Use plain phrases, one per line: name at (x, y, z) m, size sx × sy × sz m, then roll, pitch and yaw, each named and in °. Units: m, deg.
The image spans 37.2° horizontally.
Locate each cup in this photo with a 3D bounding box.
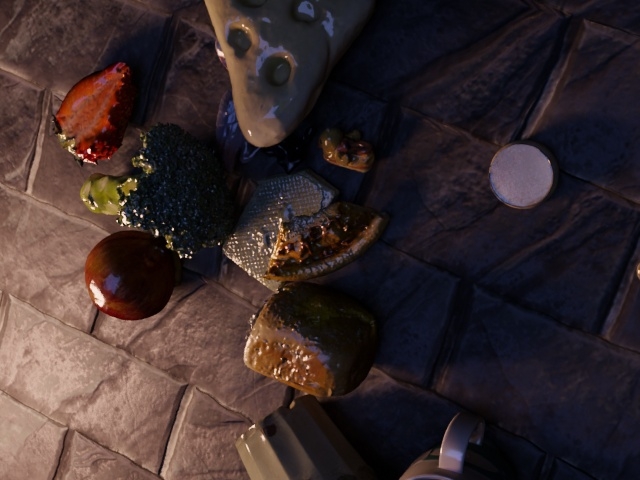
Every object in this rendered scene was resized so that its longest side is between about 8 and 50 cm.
cup at (0.244, 0.455, 1.716) m, size 0.219 × 0.257 × 0.290 m, roll 10°, pitch 104°, yaw 21°

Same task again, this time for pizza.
pizza at (0.006, 0.003, 1.808) m, size 0.271 × 0.056 × 0.134 m, roll -17°, pitch 124°, yaw 6°

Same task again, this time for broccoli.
broccoli at (-0.351, -0.105, 1.873) m, size 0.361 × 0.252 × 0.221 m, roll 13°, pitch 72°, yaw 27°

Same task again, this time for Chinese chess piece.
Chinese chess piece at (0.356, -0.116, 1.666) m, size 0.122 × 0.051 × 0.122 m, roll 6°, pitch 103°, yaw 25°

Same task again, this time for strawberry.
strawberry at (-0.457, -0.272, 1.972) m, size 0.174 × 0.098 × 0.228 m, roll 33°, pitch 100°, yaw 32°

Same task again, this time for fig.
fig at (-0.382, 0.064, 1.962) m, size 0.205 × 0.205 × 0.205 m, roll 5°, pitch 103°, yaw 23°

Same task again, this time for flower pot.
flower pot at (-0.028, 0.456, 1.847) m, size 0.290 × 0.290 × 0.259 m, roll -42°, pitch 72°, yaw 25°

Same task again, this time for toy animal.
toy animal at (-0.144, -0.265, 1.835) m, size 0.195 × 0.090 × 0.324 m, roll -27°, pitch 92°, yaw 11°

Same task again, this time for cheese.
cheese at (-0.117, -0.380, 1.724) m, size 0.328 × 0.129 × 0.351 m, roll 34°, pitch 93°, yaw 8°

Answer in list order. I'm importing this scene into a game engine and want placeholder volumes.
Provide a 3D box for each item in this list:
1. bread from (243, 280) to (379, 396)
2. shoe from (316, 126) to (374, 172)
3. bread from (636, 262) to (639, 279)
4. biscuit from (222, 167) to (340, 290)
bread at (-0.022, 0.175, 1.812) m, size 0.246 × 0.195 × 0.176 m, roll 19°, pitch 112°, yaw 19°
shoe at (0.052, -0.175, 1.779) m, size 0.109 × 0.072 × 0.069 m, roll 40°, pitch 152°, yaw 17°
bread at (0.634, 0.079, 1.582) m, size 0.214 × 0.053 × 0.073 m, roll 26°, pitch 114°, yaw 14°
biscuit at (-0.080, -0.035, 1.874) m, size 0.150 × 0.052 × 0.252 m, roll 39°, pitch 113°, yaw 13°
